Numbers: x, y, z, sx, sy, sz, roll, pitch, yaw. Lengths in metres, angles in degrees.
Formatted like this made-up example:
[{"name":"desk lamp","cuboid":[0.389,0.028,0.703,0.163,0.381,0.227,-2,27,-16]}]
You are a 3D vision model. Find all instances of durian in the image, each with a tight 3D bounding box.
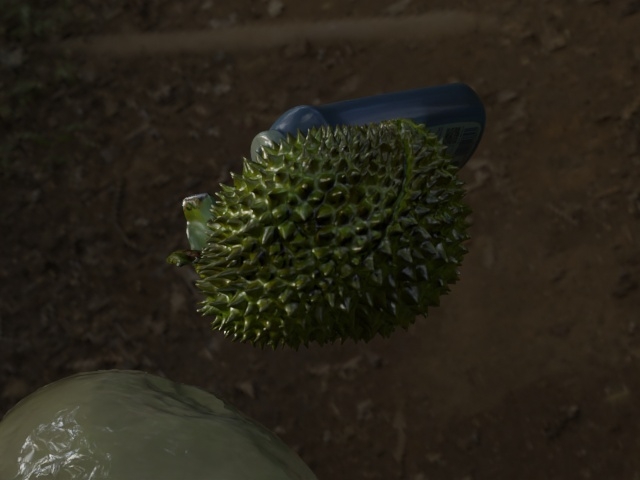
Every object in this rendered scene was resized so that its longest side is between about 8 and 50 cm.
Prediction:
[{"name":"durian","cuboid":[0.006,0.001,0.889,0.198,0.146,0.159,-23,-6,-10]}]

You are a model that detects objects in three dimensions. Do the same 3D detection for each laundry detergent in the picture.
[{"name":"laundry detergent","cuboid":[0.029,-0.072,1.034,0.206,0.096,0.061,-11,67,-39]}]

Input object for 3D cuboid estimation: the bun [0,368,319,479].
[{"name":"bun","cuboid":[-0.059,0.221,0.590,0.234,0.326,0.362,-6,45,-8]}]
